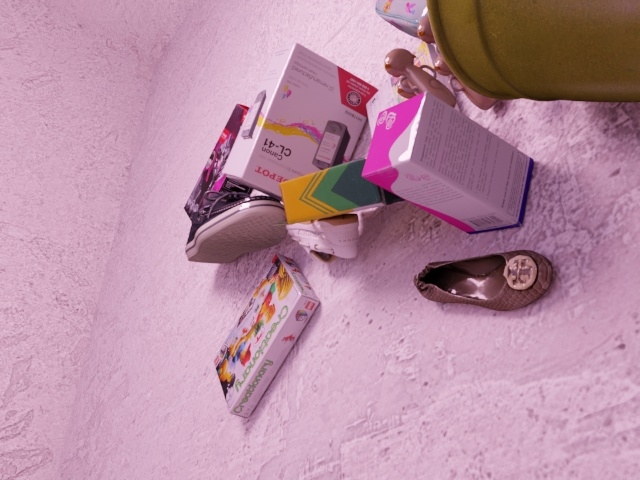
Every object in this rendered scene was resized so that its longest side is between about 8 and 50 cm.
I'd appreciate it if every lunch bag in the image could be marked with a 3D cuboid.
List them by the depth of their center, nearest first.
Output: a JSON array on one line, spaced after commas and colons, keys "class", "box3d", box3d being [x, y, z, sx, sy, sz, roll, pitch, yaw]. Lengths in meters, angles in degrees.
[{"class": "lunch bag", "box3d": [0.230, -0.510, 1.300, 0.224, 0.108, 0.279, -59, 29, 13]}]

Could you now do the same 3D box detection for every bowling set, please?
[{"class": "bowling set", "box3d": [0.194, -0.255, 1.068, 0.154, 0.287, 0.200, 48, 147, 15]}]

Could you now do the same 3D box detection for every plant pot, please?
[{"class": "plant pot", "box3d": [0.365, -0.298, 0.711, 0.353, 0.366, 0.366, 34, 100, 49]}]

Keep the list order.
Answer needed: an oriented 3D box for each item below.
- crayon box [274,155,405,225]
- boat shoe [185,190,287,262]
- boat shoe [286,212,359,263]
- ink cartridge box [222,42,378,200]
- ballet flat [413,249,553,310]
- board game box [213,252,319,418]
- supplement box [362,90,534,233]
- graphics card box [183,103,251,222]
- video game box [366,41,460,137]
[{"class": "crayon box", "box3d": [0.071, -0.094, 1.144, 0.318, 0.202, 0.081, -10, 95, 54]}, {"class": "boat shoe", "box3d": [-0.217, -0.048, 1.612, 0.500, 0.186, 0.156, 159, 116, -64]}, {"class": "boat shoe", "box3d": [0.000, 0.000, 1.329, 0.277, 0.098, 0.096, -176, 76, -72]}, {"class": "ink cartridge box", "box3d": [-0.042, -0.236, 1.437, 0.131, 0.226, 0.306, 17, 86, 63]}, {"class": "ballet flat", "box3d": [0.219, 0.054, 0.950, 0.250, 0.058, 0.084, -7, 64, 58]}, {"class": "board game box", "box3d": [-0.124, 0.201, 1.430, 0.305, 0.053, 0.193, -59, 29, 13]}, {"class": "supplement box", "box3d": [0.185, -0.104, 0.955, 0.111, 0.220, 0.114, -10, 61, 57]}, {"class": "graphics card box", "box3d": [-0.261, -0.201, 1.924, 0.371, 0.094, 0.233, -62, 29, 10]}, {"class": "video game box", "box3d": [0.171, -0.254, 1.275, 0.187, 0.048, 0.205, -46, 35, 37]}]
